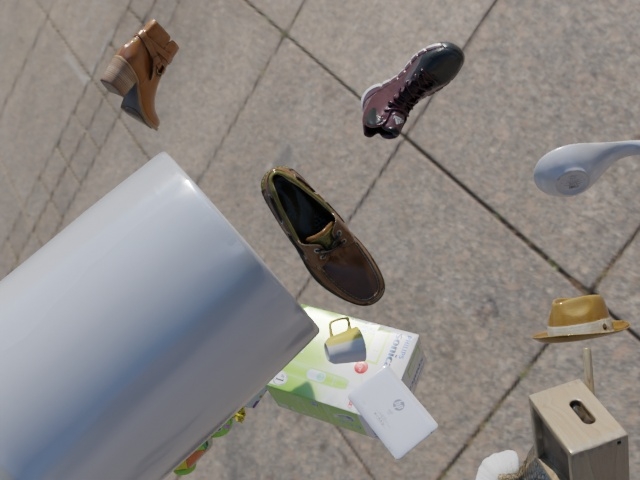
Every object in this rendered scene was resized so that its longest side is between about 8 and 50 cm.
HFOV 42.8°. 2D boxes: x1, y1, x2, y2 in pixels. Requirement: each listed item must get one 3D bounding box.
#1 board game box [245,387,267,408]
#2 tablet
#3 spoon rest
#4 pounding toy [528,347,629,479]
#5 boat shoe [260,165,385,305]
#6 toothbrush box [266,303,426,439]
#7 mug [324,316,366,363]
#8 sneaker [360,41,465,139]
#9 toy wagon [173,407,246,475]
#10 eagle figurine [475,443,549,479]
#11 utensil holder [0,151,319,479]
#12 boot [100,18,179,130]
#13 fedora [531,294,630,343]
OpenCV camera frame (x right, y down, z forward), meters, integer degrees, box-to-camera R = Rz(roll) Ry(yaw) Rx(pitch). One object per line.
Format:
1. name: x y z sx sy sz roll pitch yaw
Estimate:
1. board game box: -0.197 0.234 1.941 0.144 0.142 0.275 -56 28 39
2. tablet: 0.072 0.171 0.821 0.054 0.006 0.083 -38 65 -6
3. spoon rest: 0.586 -0.156 1.706 0.276 0.137 0.084 -7 45 12
4. pounding toy: 0.321 0.232 1.000 0.141 0.100 0.130 -117 12 -60
5. boat shoe: 0.000 0.000 1.454 0.110 0.307 0.104 -43 1 -3
6. toothbrush box: 0.054 0.279 1.738 0.283 0.122 0.206 14 60 25
7. mug: 0.039 0.183 1.438 0.062 0.064 0.078 94 160 -51
8. sneaker: 0.199 -0.306 1.793 0.281 0.106 0.163 -31 35 39
9. toy wagon: -0.332 0.395 1.744 0.068 0.344 0.267 -100 4 -60
10. eagle figurine: 0.370 0.459 1.409 0.225 0.298 0.226 -8 65 16
11. utensil holder: -0.239 0.128 1.011 0.385 0.328 0.327 -41 45 -6
12. boot: -0.315 -0.305 1.532 0.073 0.197 0.152 29 76 20
13. fedora: 0.494 0.146 1.568 0.194 0.194 0.079 -13 85 44
